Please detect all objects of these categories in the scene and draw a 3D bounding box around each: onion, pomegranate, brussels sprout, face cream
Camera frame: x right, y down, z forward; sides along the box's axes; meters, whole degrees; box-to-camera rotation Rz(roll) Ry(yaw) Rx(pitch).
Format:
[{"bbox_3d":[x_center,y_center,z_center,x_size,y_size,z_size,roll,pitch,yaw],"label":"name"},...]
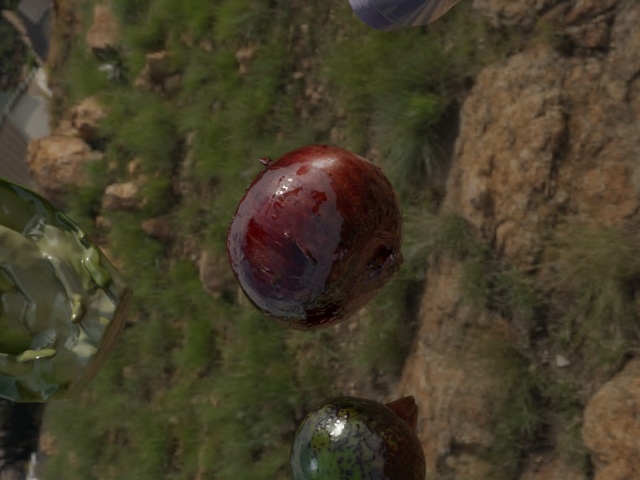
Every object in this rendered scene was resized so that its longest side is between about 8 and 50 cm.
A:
[{"bbox_3d":[0.000,0.000,1.289,0.276,0.276,0.276,-2,87,56],"label":"onion"},{"bbox_3d":[0.076,0.315,1.330,0.214,0.248,0.214,26,133,31],"label":"pomegranate"},{"bbox_3d":[-0.440,0.054,1.187,0.276,0.371,0.315,-59,5,-27],"label":"brussels sprout"},{"bbox_3d":[0.113,-0.255,0.805,0.096,0.154,0.274,58,167,-15],"label":"face cream"}]
